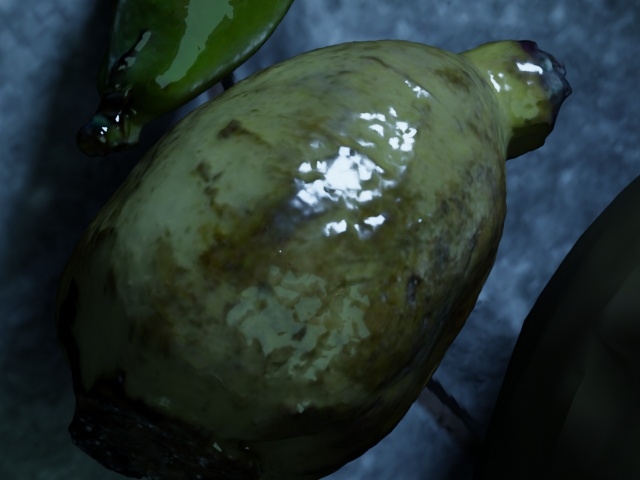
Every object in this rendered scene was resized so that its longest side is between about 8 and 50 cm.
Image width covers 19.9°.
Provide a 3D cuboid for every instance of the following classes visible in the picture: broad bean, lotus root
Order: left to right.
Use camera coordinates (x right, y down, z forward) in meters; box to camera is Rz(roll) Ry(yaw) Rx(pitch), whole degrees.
[{"bbox_3d":[-0.025,-0.120,0.615,0.070,0.048,0.213,35,84,-34],"label":"broad bean"},{"bbox_3d":[0.000,0.000,0.627,0.214,0.138,0.138,-42,124,-26],"label":"lotus root"}]

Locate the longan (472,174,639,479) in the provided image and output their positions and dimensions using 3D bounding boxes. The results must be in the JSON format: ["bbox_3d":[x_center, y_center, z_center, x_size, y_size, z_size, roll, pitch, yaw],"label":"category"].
[{"bbox_3d":[0.253,0.122,0.688,0.436,0.404,0.404,-18,119,-55],"label":"longan"}]
